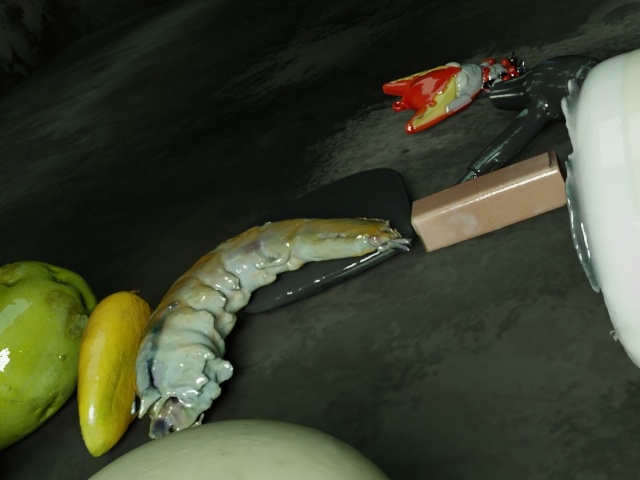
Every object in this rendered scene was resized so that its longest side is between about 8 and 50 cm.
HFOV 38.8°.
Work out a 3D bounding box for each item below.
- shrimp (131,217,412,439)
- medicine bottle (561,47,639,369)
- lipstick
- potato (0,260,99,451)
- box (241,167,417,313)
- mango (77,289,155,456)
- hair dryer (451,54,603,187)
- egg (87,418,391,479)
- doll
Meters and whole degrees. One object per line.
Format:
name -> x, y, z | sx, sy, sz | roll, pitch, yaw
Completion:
shrimp -> -0.064, 0.054, 0.865 | 0.287, 0.068, 0.185 | -32, 35, -7
medicine bottle -> 0.343, -0.044, 0.487 | 0.378, 0.214, 0.213 | -12, 30, 32
lipstick -> 0.161, -0.036, 0.863 | 0.145, 0.045, 0.045 | -20, 27, 21
potato -> -0.347, 0.124, 0.953 | 0.186, 0.148, 0.253 | 31, 69, 27
box -> 0.000, 0.000, 0.967 | 0.212, 0.042, 0.201 | -25, 25, 11
mango -> -0.196, 0.121, 0.879 | 0.066, 0.101, 0.187 | -6, 40, 11
hair dryer -> 0.193, -0.111, 0.966 | 0.219, 0.075, 0.195 | -44, 18, -12
egg -> -0.053, 0.208, 0.429 | 0.219, 0.219, 0.269 | -2, 40, 45
doll -> 0.170, -0.190, 1.135 | 0.169, 0.057, 0.109 | -15, 42, -4
